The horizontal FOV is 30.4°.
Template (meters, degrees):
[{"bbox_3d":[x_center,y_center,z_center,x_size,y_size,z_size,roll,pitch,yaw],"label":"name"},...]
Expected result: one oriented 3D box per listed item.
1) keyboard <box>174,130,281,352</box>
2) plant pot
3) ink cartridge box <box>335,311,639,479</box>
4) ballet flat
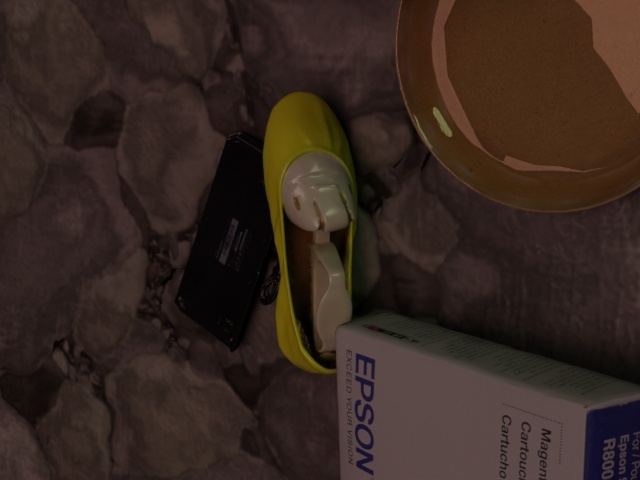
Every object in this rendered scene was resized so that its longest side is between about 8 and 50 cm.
[{"bbox_3d":[-0.061,0.008,1.010,0.108,0.023,0.180,33,117,29],"label":"keyboard"},{"bbox_3d":[0.164,-0.138,0.833,0.236,0.032,0.236,8,105,31],"label":"plant pot"},{"bbox_3d":[0.142,0.242,0.846,0.330,0.071,0.324,14,111,48],"label":"ink cartridge box"},{"bbox_3d":[0.000,0.000,0.931,0.077,0.077,0.231,-141,48,-67],"label":"ballet flat"}]
